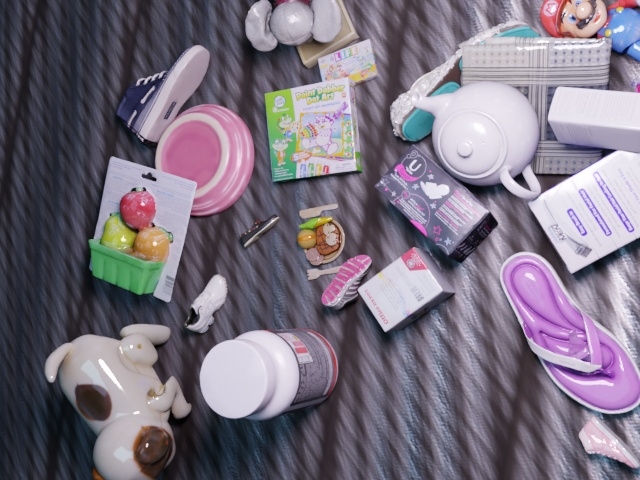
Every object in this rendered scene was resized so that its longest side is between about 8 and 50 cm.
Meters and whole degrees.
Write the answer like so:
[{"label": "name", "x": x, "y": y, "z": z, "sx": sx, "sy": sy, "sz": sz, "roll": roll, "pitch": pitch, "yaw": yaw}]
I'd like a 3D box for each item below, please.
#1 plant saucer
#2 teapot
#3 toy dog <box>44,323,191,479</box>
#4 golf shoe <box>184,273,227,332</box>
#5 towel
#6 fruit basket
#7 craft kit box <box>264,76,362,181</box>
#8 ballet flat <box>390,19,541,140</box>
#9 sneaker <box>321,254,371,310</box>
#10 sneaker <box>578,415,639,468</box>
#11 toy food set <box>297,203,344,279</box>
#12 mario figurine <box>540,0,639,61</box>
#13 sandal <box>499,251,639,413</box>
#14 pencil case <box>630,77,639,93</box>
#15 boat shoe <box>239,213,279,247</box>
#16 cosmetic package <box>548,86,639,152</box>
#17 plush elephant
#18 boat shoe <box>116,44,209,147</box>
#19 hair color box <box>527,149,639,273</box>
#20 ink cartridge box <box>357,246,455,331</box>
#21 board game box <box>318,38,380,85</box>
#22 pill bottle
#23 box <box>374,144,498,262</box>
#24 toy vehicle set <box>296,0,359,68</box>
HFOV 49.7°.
[{"label": "plant saucer", "x": -0.352, "y": -0.237, "z": 1.992, "sx": 0.333, "sy": 0.084, "sz": 0.331, "roll": -3, "pitch": 83, "yaw": 23}, {"label": "teapot", "x": 0.352, "y": -0.220, "z": 1.521, "sx": 0.256, "sy": 0.187, "sz": 0.252, "roll": 3, "pitch": 114, "yaw": 30}, {"label": "toy dog", "x": -0.514, "y": 0.446, "z": 1.833, "sx": 0.285, "sy": 0.395, "sz": 0.407, "roll": -32, "pitch": 64, "yaw": 9}, {"label": "golf shoe", "x": -0.321, "y": 0.177, "z": 1.931, "sx": 0.069, "sy": 0.086, "sz": 0.176, "roll": 24, "pitch": 93, "yaw": 27}, {"label": "towel", "x": 0.479, "y": -0.304, "z": 1.573, "sx": 0.325, "sy": 0.056, "sz": 0.312, "roll": 6, "pitch": 118, "yaw": 23}, {"label": "fruit basket", "x": -0.513, "y": -0.035, "z": 1.993, "sx": 0.327, "sy": 0.165, "sz": 0.352, "roll": 17, "pitch": 93, "yaw": 25}, {"label": "craft kit box", "x": -0.019, "y": -0.290, "z": 1.847, "sx": 0.250, "sy": 0.061, "sz": 0.246, "roll": -6, "pitch": 86, "yaw": 24}, {"label": "ballet flat", "x": 0.330, "y": -0.407, "z": 1.680, "sx": 0.409, "sy": 0.147, "sz": 0.146, "roll": -36, "pitch": 71, "yaw": 16}, {"label": "sneaker", "x": 0.075, "y": 0.113, "z": 1.774, "sx": 0.063, "sy": 0.074, "sz": 0.170, "roll": 29, "pitch": 74, "yaw": 42}, {"label": "sneaker", "x": 0.619, "y": 0.452, "z": 1.492, "sx": 0.070, "sy": 0.051, "sz": 0.134, "roll": -50, "pitch": 64, "yaw": 14}, {"label": "toy food set", "x": 0.000, "y": 0.000, "z": 1.829, "sx": 0.133, "sy": 0.039, "sz": 0.191, "roll": -12, "pitch": 79, "yaw": 23}, {"label": "mario figurine", "x": 0.639, "y": -0.469, "z": 1.512, "sx": 0.321, "sy": 0.170, "sz": 0.198, "roll": 23, "pitch": 60, "yaw": 17}, {"label": "sandal", "x": 0.533, "y": 0.208, "z": 1.527, "sx": 0.169, "sy": 0.102, "sz": 0.416, "roll": -42, "pitch": 70, "yaw": 15}, {"label": "pencil case", "x": 0.776, "y": -0.325, "z": 1.443, "sx": 0.237, "sy": 0.104, "sz": 0.104, "roll": -19, "pitch": 76, "yaw": -1}, {"label": "boat shoe", "x": -0.170, "y": -0.033, "z": 1.904, "sx": 0.133, "sy": 0.049, "sz": 0.042, "roll": -37, "pitch": 79, "yaw": 21}, {"label": "cosmetic package", "x": 0.595, "y": -0.244, "z": 1.403, "sx": 0.231, "sy": 0.117, "sz": 0.085, "roll": 13, "pitch": 79, "yaw": 33}, {"label": "plush elephant", "x": -0.055, "y": -0.613, "z": 1.772, "sx": 0.272, "sy": 0.330, "sz": 0.255, "roll": 7, "pitch": 106, "yaw": 18}, {"label": "boat shoe", "x": -0.477, "y": -0.458, "z": 2.047, "sx": 0.158, "sy": 0.127, "sz": 0.340, "roll": 39, "pitch": 101, "yaw": 17}, {"label": "hair color box", "x": 0.645, "y": -0.093, "z": 1.492, "sx": 0.339, "sy": 0.110, "sz": 0.185, "roll": -31, "pitch": 85, "yaw": 17}, {"label": "ink cartridge box", "x": 0.208, "y": 0.122, "z": 1.671, "sx": 0.176, "sy": 0.127, "sz": 0.128, "roll": -37, "pitch": 71, "yaw": 16}, {"label": "board game box", "x": 0.075, "y": -0.463, "z": 1.852, "sx": 0.154, "sy": 0.026, "sz": 0.103, "roll": -16, "pitch": 78, "yaw": 22}, {"label": "pill bottle", "x": -0.117, "y": 0.320, "z": 1.668, "sx": 0.210, "sy": 0.363, "sz": 0.210, "roll": -3, "pitch": 83, "yaw": 24}, {"label": "box", "x": 0.280, "y": -0.085, "z": 1.643, "sx": 0.142, "sy": 0.163, "sz": 0.247, "roll": -47, "pitch": 68, "yaw": 9}, {"label": "toy vehicle set", "x": -0.016, "y": -0.632, "z": 1.907, "sx": 0.166, "sy": 0.035, "sz": 0.266, "roll": -26, "pitch": 74, "yaw": 20}]
